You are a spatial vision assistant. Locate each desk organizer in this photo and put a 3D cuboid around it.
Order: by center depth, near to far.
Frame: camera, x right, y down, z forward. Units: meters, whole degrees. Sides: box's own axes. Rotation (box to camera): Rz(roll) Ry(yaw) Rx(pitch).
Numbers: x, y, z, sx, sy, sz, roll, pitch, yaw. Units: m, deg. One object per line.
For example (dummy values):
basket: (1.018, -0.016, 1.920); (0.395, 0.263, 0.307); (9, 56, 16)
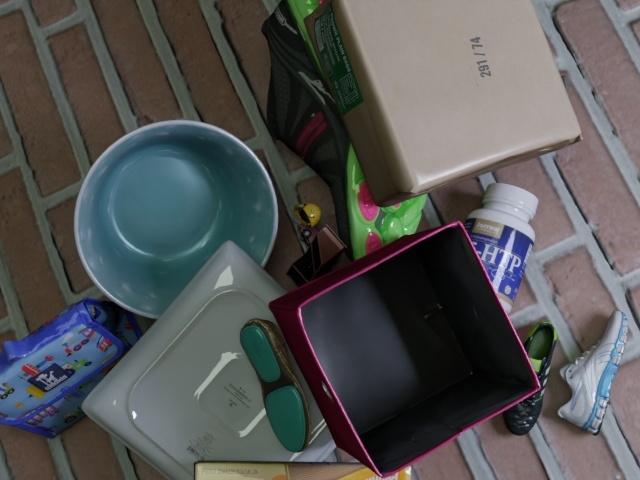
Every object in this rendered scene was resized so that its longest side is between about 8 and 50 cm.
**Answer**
desk organizer: (-0.009, 0.031, 1.519); (0.050, 0.130, 0.047); (-37, 80, -26)

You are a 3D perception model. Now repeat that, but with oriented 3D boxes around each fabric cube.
fabric cube: (0.103, 0.145, 1.390); (0.259, 0.258, 0.254); (-27, 93, -12)

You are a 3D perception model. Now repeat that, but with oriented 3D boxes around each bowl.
bowl: (-0.238, -0.044, 1.566); (0.311, 0.163, 0.312); (-4, 104, -18)

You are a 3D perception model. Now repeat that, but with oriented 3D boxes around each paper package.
paper package: (0.176, -0.243, 1.460); (0.309, 0.168, 0.325); (-19, 88, -21)

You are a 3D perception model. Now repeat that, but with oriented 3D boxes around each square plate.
square plate: (-0.124, 0.238, 1.508); (0.347, 0.049, 0.344); (42, 85, -6)

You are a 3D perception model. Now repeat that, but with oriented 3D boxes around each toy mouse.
toy mouse: (0.000, 0.000, 1.589); (0.031, 0.161, 0.143); (-29, 106, -15)

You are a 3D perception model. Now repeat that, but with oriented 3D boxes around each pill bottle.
pill bottle: (0.268, 0.012, 1.531); (0.112, 0.112, 0.187); (18, 79, 13)

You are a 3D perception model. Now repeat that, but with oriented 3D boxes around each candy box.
candy box: (-0.028, 0.416, 1.441); (0.316, 0.087, 0.183); (3, 81, -8)

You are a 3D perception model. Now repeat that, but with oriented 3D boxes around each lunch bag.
lunch bag: (-0.407, 0.179, 1.506); (0.221, 0.293, 0.138); (-32, 73, 1)

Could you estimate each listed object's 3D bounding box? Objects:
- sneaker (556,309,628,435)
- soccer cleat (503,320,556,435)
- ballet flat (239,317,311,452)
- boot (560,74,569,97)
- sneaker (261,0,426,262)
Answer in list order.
sneaker: (0.406, 0.189, 1.486); (0.083, 0.071, 0.191); (18, 79, 19)
soccer cleat: (0.315, 0.205, 1.493); (0.060, 0.072, 0.179); (15, 79, 13)
ballet flat: (-0.055, 0.208, 1.456); (0.073, 0.067, 0.206); (-17, 93, 22)
boot: (0.296, -0.249, 1.613); (0.208, 0.076, 0.190); (-8, 89, 14)
sneaker: (0.031, -0.184, 1.609); (0.202, 0.185, 0.483); (-21, 81, 50)
